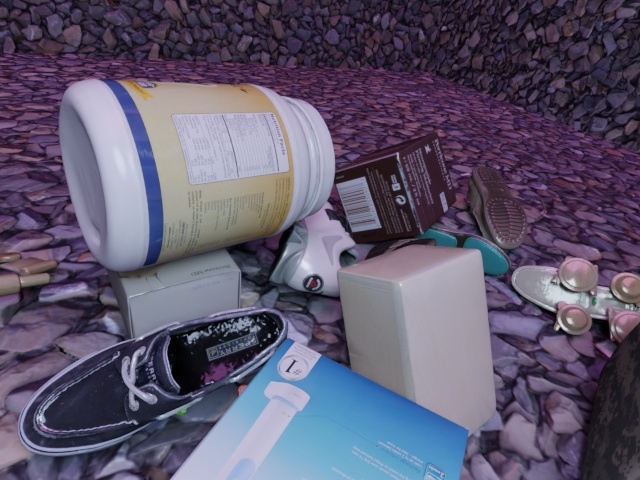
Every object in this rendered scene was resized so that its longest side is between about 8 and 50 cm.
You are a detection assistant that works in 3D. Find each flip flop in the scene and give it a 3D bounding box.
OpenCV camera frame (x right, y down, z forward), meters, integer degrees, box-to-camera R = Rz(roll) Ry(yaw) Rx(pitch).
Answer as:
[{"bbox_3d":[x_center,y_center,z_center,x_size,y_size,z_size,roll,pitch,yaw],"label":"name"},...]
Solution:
[{"bbox_3d":[0.129,0.072,0.713,0.112,0.080,0.277,-3,28,33],"label":"flip flop"}]

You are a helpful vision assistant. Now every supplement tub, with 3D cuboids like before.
[{"bbox_3d":[-0.158,-0.099,0.564,0.316,0.228,0.228,-16,40,-39],"label":"supplement tub"}]

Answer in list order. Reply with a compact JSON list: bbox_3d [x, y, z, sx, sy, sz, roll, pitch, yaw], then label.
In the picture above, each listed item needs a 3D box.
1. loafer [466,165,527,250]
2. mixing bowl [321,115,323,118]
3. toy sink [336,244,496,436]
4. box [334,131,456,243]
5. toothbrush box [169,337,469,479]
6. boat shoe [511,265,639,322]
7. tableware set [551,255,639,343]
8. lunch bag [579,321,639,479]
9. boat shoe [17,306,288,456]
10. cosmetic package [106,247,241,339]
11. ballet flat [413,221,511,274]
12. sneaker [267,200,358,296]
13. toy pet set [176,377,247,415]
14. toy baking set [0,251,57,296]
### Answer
[{"bbox_3d":[0.430,-0.072,1.002,0.102,0.092,0.268,4,49,0],"label":"loafer"},{"bbox_3d":[-0.086,-0.351,1.283,0.181,0.098,0.181,6,32,-4],"label":"mixing bowl"},{"bbox_3d":[0.128,0.137,0.544,0.152,0.234,0.131,-17,12,-32],"label":"toy sink"},{"bbox_3d":[0.163,-0.114,0.870,0.167,0.168,0.203,-9,17,41],"label":"box"},{"bbox_3d":[-0.020,0.260,0.349,0.216,0.126,0.295,22,34,17],"label":"toothbrush box"},{"bbox_3d":[0.488,0.109,0.772,0.233,0.084,0.079,16,-5,22],"label":"boat shoe"},{"bbox_3d":[0.496,0.108,0.710,0.168,0.020,0.141,13,74,19],"label":"tableware set"},{"bbox_3d":[0.452,0.239,0.419,0.256,0.213,0.305,27,38,26],"label":"lunch bag"},{"bbox_3d":[-0.176,0.148,0.449,0.301,0.102,0.108,-15,72,-17],"label":"boat shoe"},{"bbox_3d":[-0.266,0.020,0.665,0.160,0.113,0.309,-14,39,-33],"label":"cosmetic package"},{"bbox_3d":[0.305,0.005,0.868,0.213,0.072,0.068,24,31,22],"label":"ballet flat"},{"bbox_3d":[0.000,0.000,0.780,0.146,0.122,0.330,25,31,-9],"label":"sneaker"},{"bbox_3d":[-0.165,0.166,0.537,0.122,0.065,0.114,-9,70,-16],"label":"toy pet set"},{"bbox_3d":[-0.533,0.054,0.575,0.196,0.030,0.256,10,12,32],"label":"toy baking set"}]
